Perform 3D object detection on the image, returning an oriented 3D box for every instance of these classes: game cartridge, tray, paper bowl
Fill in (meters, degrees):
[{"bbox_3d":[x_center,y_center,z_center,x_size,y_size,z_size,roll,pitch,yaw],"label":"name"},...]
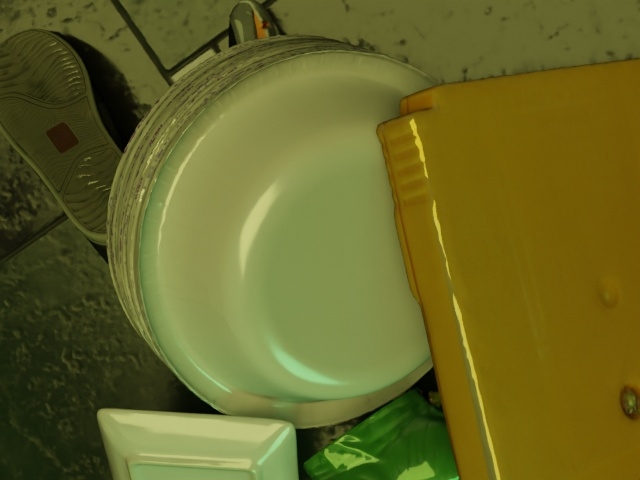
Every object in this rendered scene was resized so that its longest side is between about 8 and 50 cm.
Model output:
[{"bbox_3d":[0.185,0.040,0.876,0.285,0.053,0.323,-12,87,-37],"label":"game cartridge"},{"bbox_3d":[-0.087,0.225,0.971,0.145,0.030,0.270,2,136,5],"label":"tray"},{"bbox_3d":[0.000,0.000,0.898,0.284,0.148,0.284,-7,107,-23],"label":"paper bowl"}]

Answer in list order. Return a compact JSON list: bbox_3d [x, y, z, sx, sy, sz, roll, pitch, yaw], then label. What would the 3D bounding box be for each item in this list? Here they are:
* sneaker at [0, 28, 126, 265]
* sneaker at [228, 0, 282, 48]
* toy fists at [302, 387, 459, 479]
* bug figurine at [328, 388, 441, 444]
[{"bbox_3d":[-0.197,-0.063,1.007,0.083,0.118,0.222,-28,65,-8],"label":"sneaker"},{"bbox_3d":[-0.061,-0.083,0.987,0.083,0.084,0.215,-1,98,10],"label":"sneaker"},{"bbox_3d":[0.129,0.157,0.932,0.279,0.096,0.142,-31,79,-23],"label":"toy fists"},{"bbox_3d":[0.114,0.265,1.016,0.216,0.072,0.279,0,97,5],"label":"bug figurine"}]
